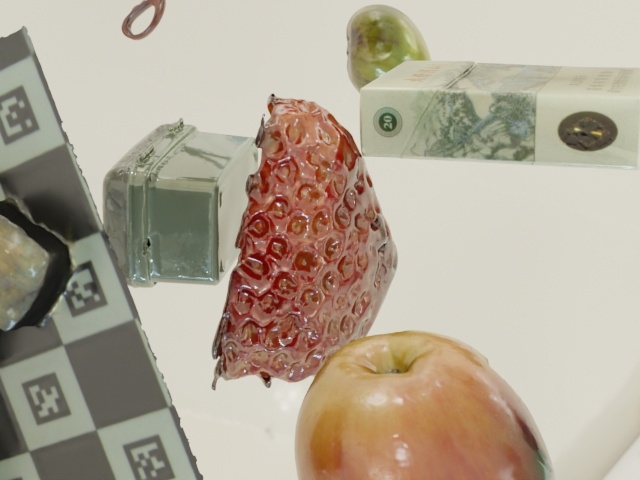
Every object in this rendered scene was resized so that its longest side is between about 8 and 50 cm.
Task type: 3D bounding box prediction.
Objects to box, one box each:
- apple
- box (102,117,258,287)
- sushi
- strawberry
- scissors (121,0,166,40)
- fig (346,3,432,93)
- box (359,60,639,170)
[{"bbox_3d":[0.071,0.157,0.945,0.199,0.199,0.199,17,38,-14],"label":"apple"},{"bbox_3d":[-0.147,-0.041,1.396,0.129,0.148,0.210,5,21,10],"label":"box"},{"bbox_3d":[-0.281,0.082,0.891,0.064,0.343,0.359,-25,95,-63],"label":"sushi"},{"bbox_3d":[0.002,0.002,1.258,0.150,0.280,0.253,14,15,7],"label":"strawberry"},{"bbox_3d":[-0.185,-0.376,1.740,0.017,0.247,0.144,6,68,-55],"label":"scissors"},{"bbox_3d":[0.091,-0.256,1.805,0.153,0.120,0.136,57,17,-34],"label":"fig"},{"bbox_3d":[0.182,-0.123,1.222,0.256,0.069,0.164,4,18,18],"label":"box"}]
